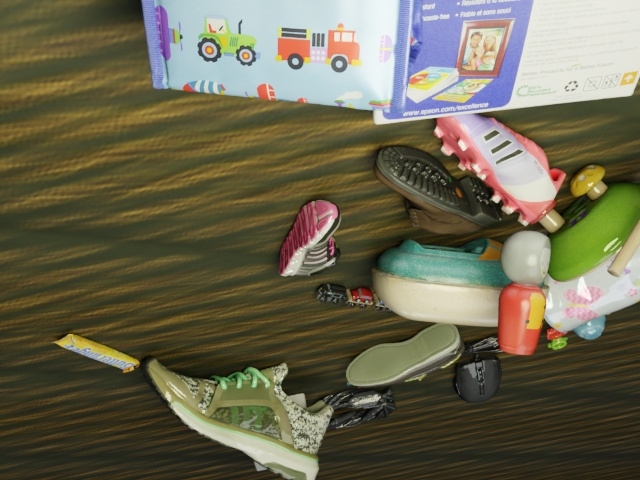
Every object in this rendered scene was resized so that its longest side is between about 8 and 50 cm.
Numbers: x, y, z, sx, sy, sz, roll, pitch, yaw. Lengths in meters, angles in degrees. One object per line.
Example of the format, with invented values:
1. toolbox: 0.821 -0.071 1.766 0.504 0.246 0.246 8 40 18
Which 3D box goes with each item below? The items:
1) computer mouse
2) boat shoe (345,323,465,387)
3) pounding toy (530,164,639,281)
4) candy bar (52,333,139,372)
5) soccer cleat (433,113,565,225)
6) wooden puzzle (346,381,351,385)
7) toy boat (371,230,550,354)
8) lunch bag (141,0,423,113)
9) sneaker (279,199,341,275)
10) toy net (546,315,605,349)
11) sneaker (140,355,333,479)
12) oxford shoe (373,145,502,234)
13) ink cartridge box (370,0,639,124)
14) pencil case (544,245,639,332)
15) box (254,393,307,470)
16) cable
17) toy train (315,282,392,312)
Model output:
1. computer mouse: 0.290 0.286 1.461 0.184 0.060 0.262 -9 144 -3
2. boat shoe: 0.160 0.228 1.328 0.227 0.081 0.069 -24 138 13
3. pounding toy: 0.368 -0.043 0.975 0.183 0.110 0.237 -45 -178 -8
4. candy bar: -0.372 0.189 1.193 0.040 0.018 0.161 -28 140 23
5. soccer cleat: 0.231 -0.110 0.903 0.095 0.083 0.248 -50 130 3
6. wooden puzzle: 0.093 0.285 1.455 0.083 0.006 0.049 -22 143 15
7. toy boat: 0.223 0.051 0.984 0.267 0.148 0.318 5 -176 -12
8. lunch bag: -0.026 -0.266 0.548 0.220 0.138 0.293 7 131 10
9. sneaker: 0.000 0.000 0.994 0.074 0.063 0.170 6 146 -22
10. toy net: 0.472 0.126 1.305 0.122 0.045 0.232 -13 143 7
11. sneaker: -0.142 0.291 1.319 0.410 0.182 0.158 36 166 -25
12. oxford shoe: 0.141 -0.052 0.942 0.227 0.083 0.096 25 136 -38
13. ink cartridge box: 0.200 -0.259 0.686 0.303 0.072 0.307 -6 140 -4
14. pencil case: 0.468 0.044 1.125 0.273 0.113 0.124 -32 97 27
15. box: -0.086 0.408 1.504 0.130 0.091 0.170 -8 144 -4
16. cable: 0.070 0.363 1.531 0.184 0.047 0.151 -14 149 0
17. toy train: 0.066 0.093 1.169 0.158 0.027 0.036 11 128 -27
